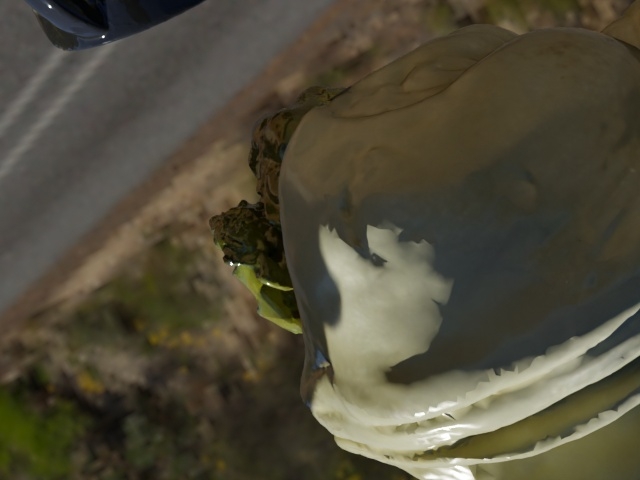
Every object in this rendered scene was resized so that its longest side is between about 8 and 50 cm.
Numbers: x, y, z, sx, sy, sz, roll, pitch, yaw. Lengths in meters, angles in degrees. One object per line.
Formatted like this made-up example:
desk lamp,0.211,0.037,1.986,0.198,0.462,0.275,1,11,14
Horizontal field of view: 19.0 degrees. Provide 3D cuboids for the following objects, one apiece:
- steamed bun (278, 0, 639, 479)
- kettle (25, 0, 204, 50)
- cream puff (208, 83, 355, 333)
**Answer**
steamed bun,0.135,0.019,0.886,0.276,0.203,0.289,-47,145,-14
kettle,-0.219,-0.322,1.691,0.251,0.271,0.207,-31,-159,-22
cream puff,0.000,0.001,1.638,0.185,0.281,0.282,-8,177,-9
